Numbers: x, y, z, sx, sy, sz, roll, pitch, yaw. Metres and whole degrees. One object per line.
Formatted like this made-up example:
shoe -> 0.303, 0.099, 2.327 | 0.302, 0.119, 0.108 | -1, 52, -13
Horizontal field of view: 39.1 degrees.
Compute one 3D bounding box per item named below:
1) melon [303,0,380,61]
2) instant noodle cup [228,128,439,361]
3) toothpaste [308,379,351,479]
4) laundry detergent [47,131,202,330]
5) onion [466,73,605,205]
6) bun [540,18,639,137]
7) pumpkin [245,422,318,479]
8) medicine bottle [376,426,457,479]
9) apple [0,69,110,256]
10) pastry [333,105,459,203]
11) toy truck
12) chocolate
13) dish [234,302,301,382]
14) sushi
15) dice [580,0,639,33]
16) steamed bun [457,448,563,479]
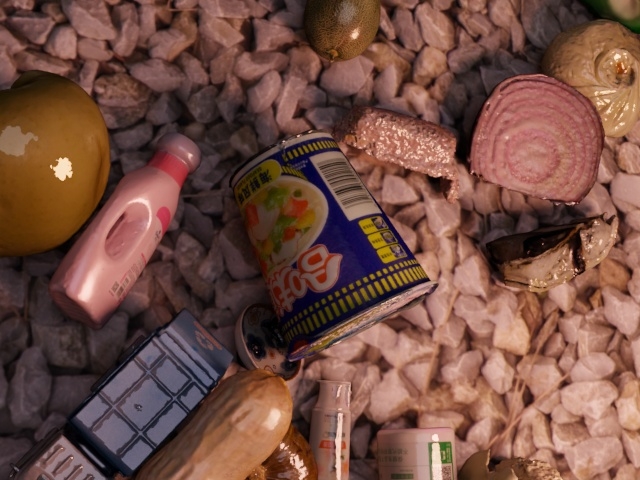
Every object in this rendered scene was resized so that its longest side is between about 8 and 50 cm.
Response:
melon -> 0.038, -0.402, 1.619 | 0.139, 0.139, 0.192 | 17, 73, -14
instant noodle cup -> 0.000, 0.000, 1.465 | 0.284, 0.284, 0.312 | -22, 78, -21
toothpaste -> 0.010, 0.394, 1.480 | 0.100, 0.066, 0.323 | 6, 82, -16
laundry detergent -> -0.300, -0.027, 1.425 | 0.087, 0.159, 0.335 | 20, 64, 17
onion -> 0.398, -0.183, 1.704 | 0.250, 0.111, 0.248 | 18, 73, -2
bun -> 0.560, -0.327, 1.769 | 0.243, 0.153, 0.244 | 5, 77, -22
pumpkin -> -0.108, 0.359, 1.395 | 0.218, 0.162, 0.219 | 3, 77, -13
medicine bottle -> 0.164, 0.447, 1.478 | 0.133, 0.133, 0.274 | 0, 78, -18
apple -> -0.447, -0.105, 1.320 | 0.295, 0.233, 0.258 | -12, 115, -29
pastry -> 0.157, -0.174, 1.623 | 0.265, 0.103, 0.112 | 26, 111, -18
toy truck -> -0.294, 0.264, 1.347 | 0.146, 0.175, 0.367 | 44, 72, -4
chocolate -> -0.161, 0.309, 1.272 | 0.134, 0.134, 0.309 | 40, 81, -6
dish -> -0.106, 0.182, 1.486 | 0.141, 0.078, 0.141 | 35, 38, -33
sushi -> 0.453, 0.024, 1.685 | 0.272, 0.134, 0.109 | -14, 97, -35
dice -> 0.667, -0.614, 1.788 | 0.300, 0.297, 0.287 | 45, 66, -4
steamed bun -> 0.324, 0.424, 1.484 | 0.200, 0.225, 0.170 | -23, 86, -19
